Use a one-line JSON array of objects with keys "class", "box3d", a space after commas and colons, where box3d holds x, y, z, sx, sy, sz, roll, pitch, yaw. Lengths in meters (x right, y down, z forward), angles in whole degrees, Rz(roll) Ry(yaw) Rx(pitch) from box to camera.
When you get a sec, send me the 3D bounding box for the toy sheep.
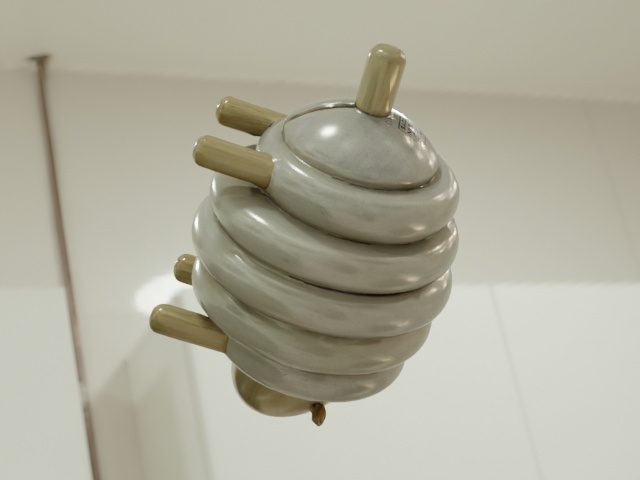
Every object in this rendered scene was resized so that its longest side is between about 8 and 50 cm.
[{"class": "toy sheep", "box3d": [0.000, 0.000, 0.501, 0.091, 0.091, 0.132, 0, -55, -26]}]
